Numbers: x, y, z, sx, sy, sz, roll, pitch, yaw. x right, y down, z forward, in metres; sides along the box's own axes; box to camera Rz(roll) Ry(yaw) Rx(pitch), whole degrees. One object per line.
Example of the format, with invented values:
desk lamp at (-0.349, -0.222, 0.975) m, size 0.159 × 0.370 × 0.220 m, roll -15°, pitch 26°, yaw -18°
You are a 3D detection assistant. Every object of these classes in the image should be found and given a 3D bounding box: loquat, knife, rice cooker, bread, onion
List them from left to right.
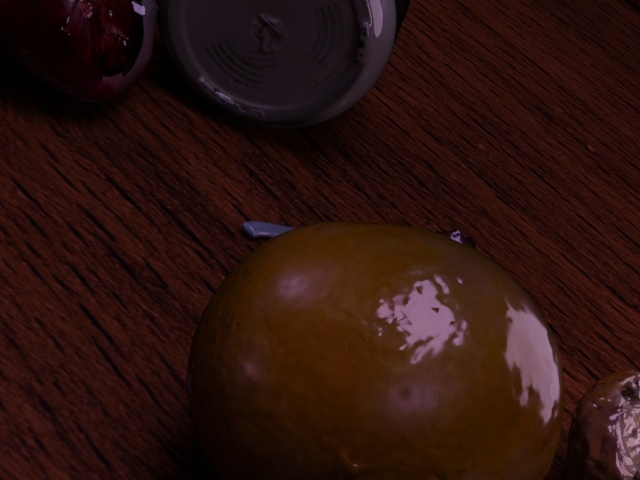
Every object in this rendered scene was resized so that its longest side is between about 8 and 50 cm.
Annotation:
onion at (-0.328, -0.285, 1.738) m, size 0.272 × 0.195 × 0.272 m, roll 43°, pitch 39°, yaw -47°
rice cooker at (-0.041, -0.343, 1.911) m, size 0.335 × 0.335 × 0.325 m, roll 26°, pitch 30°, yaw -3°
knife at (-0.001, 0.000, 1.708) m, size 0.210 × 0.015 × 0.028 m, roll 9°, pitch 27°, yaw -31°
loquat at (0.036, 0.150, 1.232) m, size 0.328 × 0.328 × 0.359 m, roll 24°, pitch 72°, yaw -7°
bread at (0.360, 0.258, 1.463) m, size 0.274 × 0.149 × 0.274 m, roll 26°, pitch 26°, yaw -14°
